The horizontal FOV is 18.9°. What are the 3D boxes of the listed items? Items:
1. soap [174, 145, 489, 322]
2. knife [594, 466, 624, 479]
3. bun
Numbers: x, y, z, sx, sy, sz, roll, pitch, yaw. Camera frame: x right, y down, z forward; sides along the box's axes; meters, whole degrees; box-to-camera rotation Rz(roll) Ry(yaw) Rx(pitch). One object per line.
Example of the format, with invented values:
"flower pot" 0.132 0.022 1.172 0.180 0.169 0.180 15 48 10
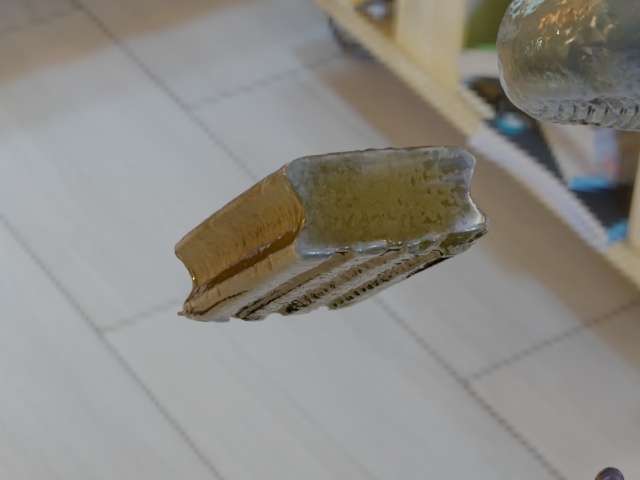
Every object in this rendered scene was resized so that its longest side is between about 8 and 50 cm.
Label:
"soap" 0.000 0.000 1.564 0.173 0.274 0.089 -5 79 -24
"knife" 0.308 0.389 1.782 0.132 0.398 0.038 -31 11 -1
"bun" 0.355 -0.224 2.061 0.354 0.354 0.194 2 82 -1
